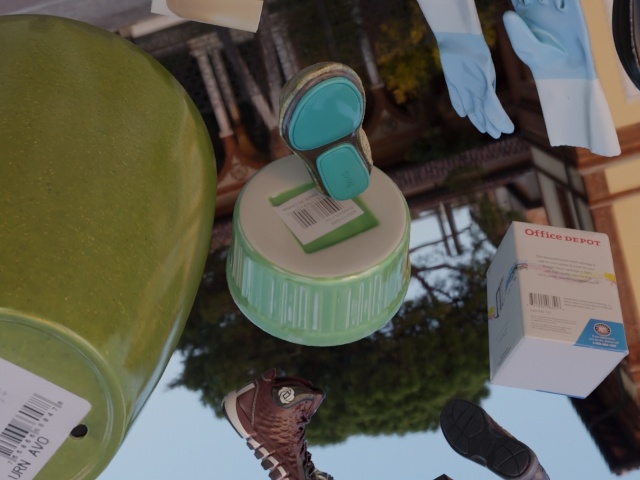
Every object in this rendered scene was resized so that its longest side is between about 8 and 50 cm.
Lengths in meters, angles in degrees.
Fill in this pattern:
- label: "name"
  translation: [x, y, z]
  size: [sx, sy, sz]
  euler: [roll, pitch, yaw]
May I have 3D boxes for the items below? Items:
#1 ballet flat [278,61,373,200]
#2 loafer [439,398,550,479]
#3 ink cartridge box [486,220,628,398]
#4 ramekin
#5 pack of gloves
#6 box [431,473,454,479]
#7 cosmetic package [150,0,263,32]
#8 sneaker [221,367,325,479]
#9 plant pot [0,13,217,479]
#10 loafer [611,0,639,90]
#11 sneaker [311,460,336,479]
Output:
- label: "ballet flat"
  translation: [0.001, -0.166, 1.139]
  size: [0.123, 0.123, 0.348]
  euler: [-17, 158, 3]
- label: "loafer"
  translation: [0.356, 0.430, 1.730]
  size: [0.109, 0.095, 0.302]
  euler: [-52, -153, -4]
- label: "ink cartridge box"
  translation: [0.384, 0.114, 1.397]
  size: [0.171, 0.168, 0.232]
  euler: [9, -127, -4]
- label: "ramekin"
  translation: [0.000, 0.000, 1.316]
  size: [0.303, 0.148, 0.303]
  euler: [1, -129, -2]
- label: "pack of gloves"
  translation: [0.176, -0.176, 0.828]
  size: [0.195, 0.232, 0.046]
  euler: [16, -126, 46]
- label: "box"
  translation: [0.185, 0.606, 1.627]
  size: [0.261, 0.103, 0.184]
  euler: [-34, -131, 13]
- label: "cosmetic package"
  translation: [-0.121, -0.265, 0.893]
  size: [0.115, 0.041, 0.060]
  euler: [7, -134, -14]
- label: "sneaker"
  translation: [-0.034, 0.347, 1.472]
  size: [0.162, 0.281, 0.106]
  euler: [-38, -176, -2]
- label: "plant pot"
  translation: [-0.192, 0.022, 0.543]
  size: [0.275, 0.274, 0.293]
  euler: [-18, -150, -3]
- label: "loafer"
  translation: [0.303, -0.226, 0.736]
  size: [0.080, 0.220, 0.078]
  euler: [-14, -162, 6]
- label: "sneaker"
  translation: [-0.016, 0.493, 1.715]
  size: [0.058, 0.135, 0.052]
  euler: [-29, -166, 50]
